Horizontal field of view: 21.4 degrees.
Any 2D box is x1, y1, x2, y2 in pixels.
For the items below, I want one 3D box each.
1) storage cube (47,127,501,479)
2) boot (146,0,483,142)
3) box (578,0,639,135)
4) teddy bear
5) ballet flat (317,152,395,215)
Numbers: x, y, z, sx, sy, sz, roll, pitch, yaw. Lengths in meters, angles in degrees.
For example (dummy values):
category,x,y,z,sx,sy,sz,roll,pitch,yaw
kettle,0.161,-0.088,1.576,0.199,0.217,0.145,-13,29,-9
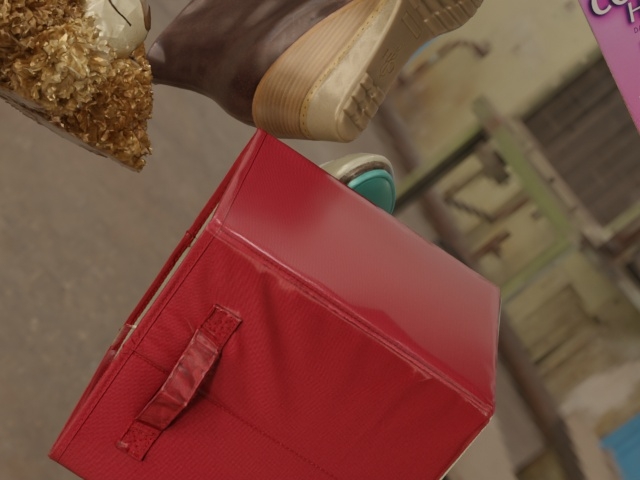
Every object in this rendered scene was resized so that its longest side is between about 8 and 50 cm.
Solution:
category,x,y,z,sx,sy,sz,roll,pitch,yaw
storage cube,-0.020,0.079,1.027,0.193,0.183,0.215,33,21,-7
boot,0.001,-0.188,1.262,0.207,0.248,0.090,23,-22,38
box,0.307,-0.135,1.218,0.213,0.117,0.243,-22,86,-55
teddy bear,-0.225,-0.166,1.093,0.338,0.113,0.245,30,-3,-29
ballet flat,0.000,0.000,1.229,0.086,0.086,0.248,60,-20,30
